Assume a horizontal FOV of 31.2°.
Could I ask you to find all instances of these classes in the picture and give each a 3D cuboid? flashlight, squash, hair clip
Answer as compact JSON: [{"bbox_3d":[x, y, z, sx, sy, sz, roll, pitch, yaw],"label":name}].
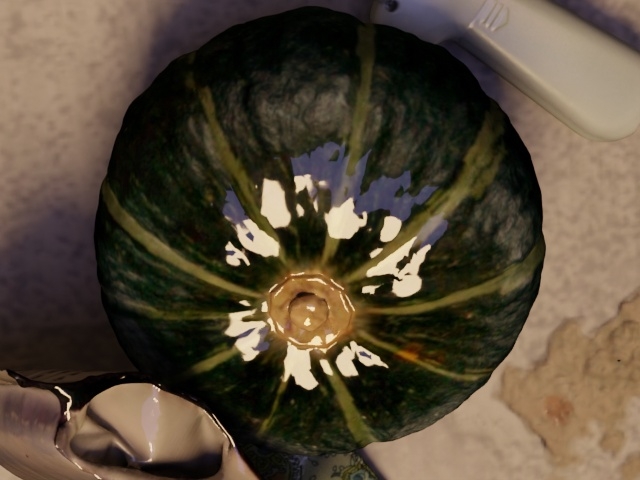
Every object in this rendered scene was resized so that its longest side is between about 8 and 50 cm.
[{"bbox_3d":[0.116,-0.125,0.685,0.200,0.047,0.093,29,101,-17],"label":"flashlight"},{"bbox_3d":[0.000,0.000,0.642,0.252,0.165,0.252,0,118,1],"label":"squash"},{"bbox_3d":[-0.012,0.146,0.750,0.066,0.036,0.229,-40,107,-2],"label":"hair clip"}]

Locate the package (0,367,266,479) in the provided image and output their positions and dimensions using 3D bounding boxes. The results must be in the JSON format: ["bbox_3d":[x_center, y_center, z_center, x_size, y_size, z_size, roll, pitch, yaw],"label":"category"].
[{"bbox_3d":[-0.103,0.130,0.655,0.251,0.204,0.062,40,65,-25],"label":"package"}]
